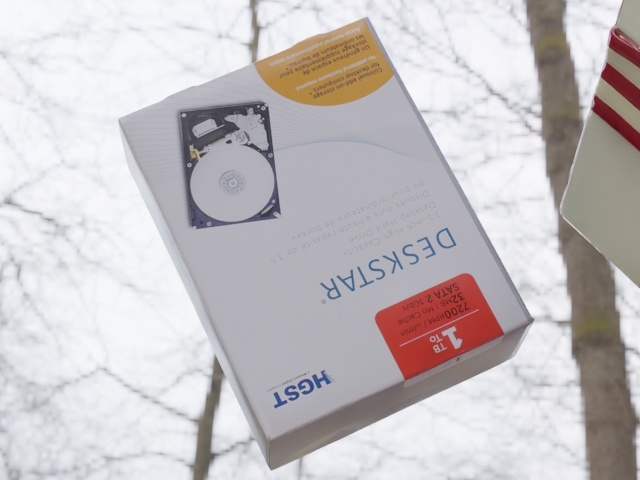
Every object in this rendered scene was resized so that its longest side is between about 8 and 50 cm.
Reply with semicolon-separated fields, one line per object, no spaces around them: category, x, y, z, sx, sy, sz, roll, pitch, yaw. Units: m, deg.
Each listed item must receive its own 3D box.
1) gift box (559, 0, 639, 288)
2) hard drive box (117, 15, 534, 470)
gift box;0.335;-0.060;0.832;0.276;0.258;0.255;-12;-50;-24
hard drive box;0.000;0.000;0.934;0.181;0.232;0.089;-24;-18;-10
